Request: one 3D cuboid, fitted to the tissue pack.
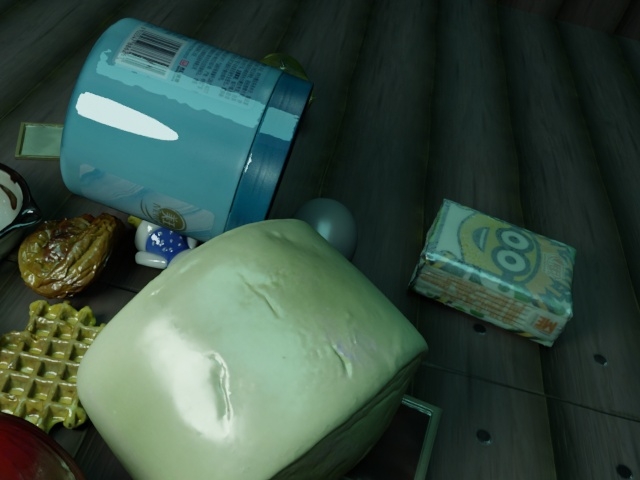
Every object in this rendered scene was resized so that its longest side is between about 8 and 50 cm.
[{"bbox_3d":[0.360,0.060,1.371,0.311,0.128,0.228,23,41,7],"label":"tissue pack"}]

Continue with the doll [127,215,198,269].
[{"bbox_3d":[-0.262,0.032,1.236,0.138,0.119,0.293,-28,50,-28],"label":"doll"}]

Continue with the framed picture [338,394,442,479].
[{"bbox_3d":[0.041,0.306,1.082,0.289,0.020,0.211,21,42,7],"label":"framed picture"}]

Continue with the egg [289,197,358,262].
[{"bbox_3d":[0.000,0.000,1.314,0.146,0.146,0.199,17,44,2],"label":"egg"}]

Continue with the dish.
[{"bbox_3d":[-0.641,-0.019,1.160,0.303,0.120,0.303,4,43,-4],"label":"dish"}]

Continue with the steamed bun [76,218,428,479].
[{"bbox_3d":[-0.078,0.174,0.952,0.456,0.290,0.371,-33,64,-34],"label":"steamed bun"}]

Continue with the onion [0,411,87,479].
[{"bbox_3d":[-0.413,0.324,0.713,0.341,0.341,0.341,8,41,-7],"label":"onion"}]

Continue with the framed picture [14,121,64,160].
[{"bbox_3d":[-0.577,-0.224,1.501,0.201,0.010,0.136,0,42,-17],"label":"framed picture"}]

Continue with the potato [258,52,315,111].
[{"bbox_3d":[-0.105,-0.408,1.744,0.169,0.143,0.248,11,39,-21],"label":"potato"}]

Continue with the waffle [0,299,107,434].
[{"bbox_3d":[-0.446,0.197,1.032,0.253,0.056,0.249,-15,48,-28],"label":"waffle"}]

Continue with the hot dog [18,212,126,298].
[{"bbox_3d":[-0.435,0.015,1.179,0.160,0.099,0.227,-6,23,1],"label":"hot dog"}]

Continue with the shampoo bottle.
[{"bbox_3d":[-0.224,-0.178,1.156,0.342,0.331,0.331,20,41,-4],"label":"shampoo bottle"}]
